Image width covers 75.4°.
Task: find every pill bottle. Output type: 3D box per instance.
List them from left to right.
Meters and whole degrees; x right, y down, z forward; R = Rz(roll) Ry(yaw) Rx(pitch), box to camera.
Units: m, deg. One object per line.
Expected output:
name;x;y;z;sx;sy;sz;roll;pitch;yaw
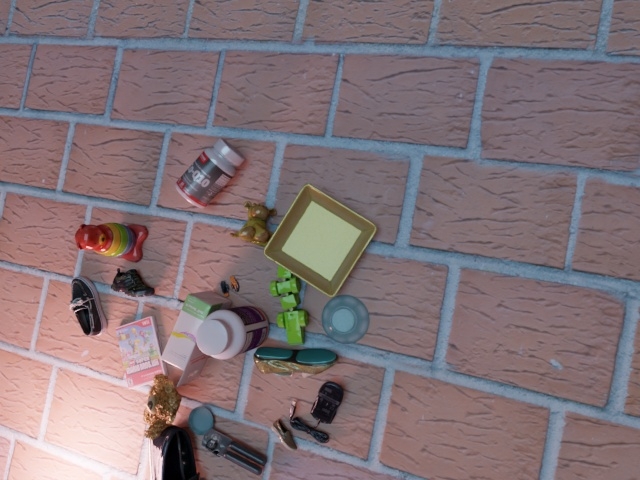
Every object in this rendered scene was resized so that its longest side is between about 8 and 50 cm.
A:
pill bottle;-0.468;-0.290;1.766;0.283;0.161;0.161;-46;75;8
pill bottle;-0.336;0.350;1.589;0.182;0.323;0.181;-2;84;16

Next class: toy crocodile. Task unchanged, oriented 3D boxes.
toy crocodile;-0.118;0.252;1.662;0.115;0.105;0.339;-13;87;14

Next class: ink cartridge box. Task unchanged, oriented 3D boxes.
ink cartridge box;-0.516;0.393;1.695;0.119;0.207;0.353;23;91;11

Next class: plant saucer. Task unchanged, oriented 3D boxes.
plant saucer;-0.503;0.763;1.757;0.120;0.021;0.119;-1;86;16
plant saucer;0.000;0.000;1.627;0.333;0.081;0.332;32;92;5
plant saucer;0.093;0.311;1.622;0.195;0.037;0.194;-1;86;16

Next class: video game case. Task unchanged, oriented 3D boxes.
video game case;-0.805;0.503;1.863;0.204;0.025;0.284;-19;80;13

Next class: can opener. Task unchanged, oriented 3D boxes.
can opener;-0.356;0.867;1.692;0.284;0.095;0.075;22;53;11

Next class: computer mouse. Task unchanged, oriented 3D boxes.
computer mouse;-0.017;0.642;1.616;0.184;0.060;0.261;19;102;12

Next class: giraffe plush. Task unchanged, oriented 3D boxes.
giraffe plush;-0.257;-0.074;1.709;0.210;0.182;0.170;3;73;50

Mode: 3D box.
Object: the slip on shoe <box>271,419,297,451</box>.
slip on shoe;-0.137;0.772;1.641;0.135;0.051;0.041;43;100;23

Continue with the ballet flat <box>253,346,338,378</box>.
ballet flat;-0.095;0.486;1.630;0.349;0.123;0.123;-1;85;15

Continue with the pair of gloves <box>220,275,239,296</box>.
pair of gloves;-0.391;0.197;1.781;0.083;0.010;0.074;-26;80;15

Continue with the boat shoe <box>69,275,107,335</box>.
boat shoe;-1.103;0.304;1.921;0.113;0.105;0.305;-26;79;12

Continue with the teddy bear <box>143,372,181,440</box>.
teddy bear;-0.668;0.665;1.684;0.113;0.338;0.244;25;76;-24

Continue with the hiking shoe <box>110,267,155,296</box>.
hiking shoe;-0.847;0.189;1.870;0.227;0.086;0.114;10;91;17

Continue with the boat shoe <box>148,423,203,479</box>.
boat shoe;-0.578;0.998;1.669;0.156;0.187;0.499;-23;74;33

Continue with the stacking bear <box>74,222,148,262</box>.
stacking bear;-0.926;-0.005;1.803;0.165;0.289;0.175;14;89;16
